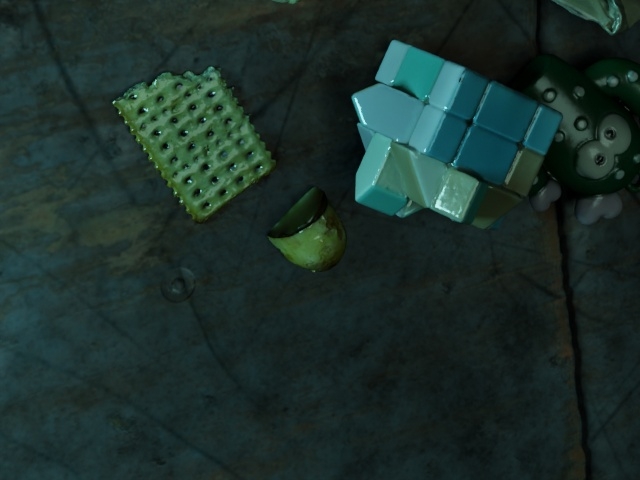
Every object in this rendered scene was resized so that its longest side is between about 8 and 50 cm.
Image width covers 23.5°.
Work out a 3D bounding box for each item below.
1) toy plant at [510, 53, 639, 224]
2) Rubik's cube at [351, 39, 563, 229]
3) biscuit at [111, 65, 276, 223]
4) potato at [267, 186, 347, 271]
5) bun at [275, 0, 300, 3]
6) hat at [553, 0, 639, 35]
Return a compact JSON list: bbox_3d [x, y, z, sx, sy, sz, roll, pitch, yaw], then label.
[{"bbox_3d":[0.359,-0.142,2.087,0.243,0.112,0.233,14,98,-19],"label":"toy plant"},{"bbox_3d":[0.153,-0.118,1.953,0.265,0.224,0.213,21,98,-32],"label":"Rubik's cube"},{"bbox_3d":[-0.152,-0.132,1.934,0.144,0.016,0.203,-35,116,-9],"label":"biscuit"},{"bbox_3d":[0.000,0.000,2.009,0.096,0.066,0.103,-45,119,-1],"label":"potato"},{"bbox_3d":[-0.039,-0.349,1.886,0.115,0.069,0.115,-6,106,-21],"label":"bun"},{"bbox_3d":[0.374,-0.404,2.044,0.244,0.149,0.214,32,101,9],"label":"hat"}]
